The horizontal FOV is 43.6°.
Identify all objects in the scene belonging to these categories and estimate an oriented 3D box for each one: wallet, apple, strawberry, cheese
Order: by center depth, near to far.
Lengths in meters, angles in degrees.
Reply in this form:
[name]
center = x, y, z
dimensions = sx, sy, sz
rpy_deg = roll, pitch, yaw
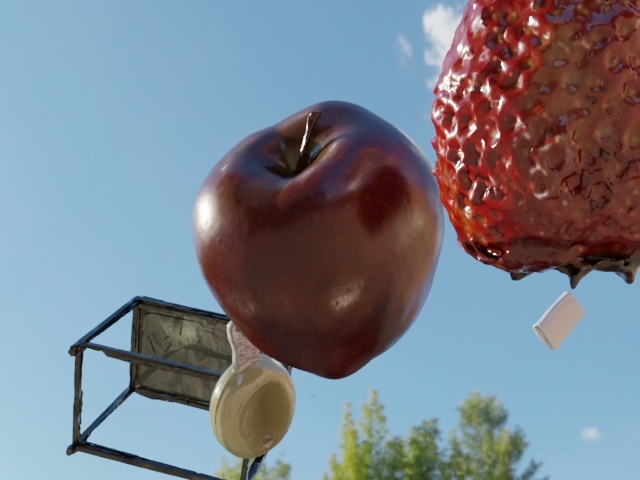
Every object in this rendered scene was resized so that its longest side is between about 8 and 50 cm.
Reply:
[strawberry]
center = 0.207, -0.122, 0.685
dimensions = 0.238, 0.250, 0.288
rpy_deg = -9, -59, 12
[apple]
center = 0.000, 0.000, 0.939
dimensions = 0.288, 0.288, 0.317
rpy_deg = -7, -47, 6
[cheese]
center = -0.099, 0.201, 1.127
dimensions = 0.064, 0.137, 0.227
rpy_deg = 21, -52, 40
[wallet]
center = 0.452, 0.151, 1.514
dimensions = 0.122, 0.061, 0.025
rpy_deg = -37, -1, -36

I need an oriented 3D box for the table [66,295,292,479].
[table]
center = -0.248, 0.275, 1.476
dimensions = 0.335, 0.272, 0.222
rpy_deg = 11, -72, 10
